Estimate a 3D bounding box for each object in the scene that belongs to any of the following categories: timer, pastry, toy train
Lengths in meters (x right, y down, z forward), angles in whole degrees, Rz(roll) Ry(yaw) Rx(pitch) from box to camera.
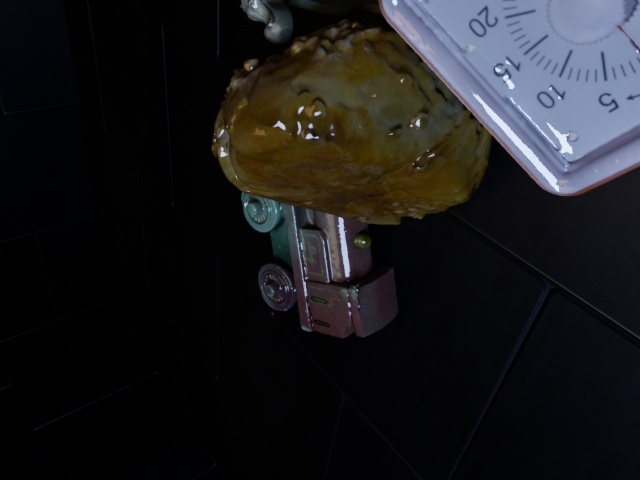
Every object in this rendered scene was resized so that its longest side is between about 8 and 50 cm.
[{"bbox_3d":[0.218,-0.185,0.390,0.250,0.161,0.257,57,145,3],"label":"timer"},{"bbox_3d":[0.037,-0.125,0.583,0.255,0.310,0.162,-19,63,48],"label":"pastry"},{"bbox_3d":[0.000,0.000,0.822,0.221,0.150,0.305,5,111,43],"label":"toy train"}]

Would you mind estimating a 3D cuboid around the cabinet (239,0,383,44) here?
[{"bbox_3d":[-0.018,-0.419,0.527,0.318,0.227,0.290,53,143,23],"label":"cabinet"}]
